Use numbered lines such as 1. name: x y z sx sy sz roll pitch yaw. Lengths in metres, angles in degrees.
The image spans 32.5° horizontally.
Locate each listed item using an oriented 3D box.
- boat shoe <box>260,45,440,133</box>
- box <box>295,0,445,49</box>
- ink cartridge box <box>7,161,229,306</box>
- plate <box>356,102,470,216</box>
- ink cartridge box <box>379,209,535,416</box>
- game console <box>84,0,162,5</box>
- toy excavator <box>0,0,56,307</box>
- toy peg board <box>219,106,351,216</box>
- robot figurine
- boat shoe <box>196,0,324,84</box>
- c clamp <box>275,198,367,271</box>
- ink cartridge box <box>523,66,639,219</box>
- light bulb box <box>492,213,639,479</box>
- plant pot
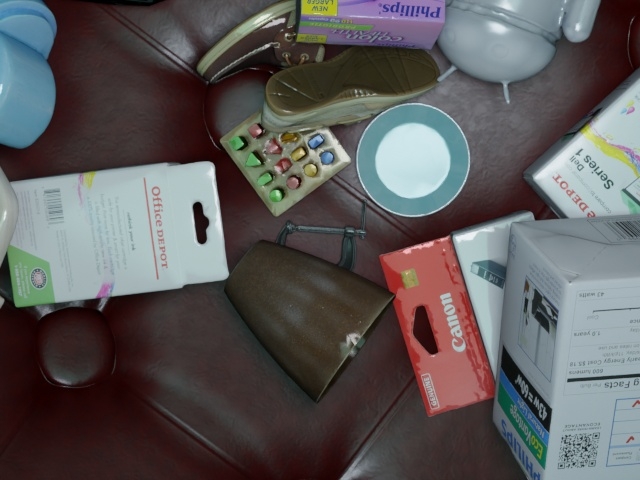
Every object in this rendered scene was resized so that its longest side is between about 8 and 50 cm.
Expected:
1. boat shoe: 0.046 -0.238 1.760 0.302 0.098 0.109 -17 69 -20
2. box: 0.073 -0.425 1.651 0.213 0.117 0.243 3 80 -5
3. ink cartridge box: -0.327 -0.016 1.800 0.353 0.119 0.207 -6 94 4
4. plate: 0.153 -0.133 1.815 0.188 0.024 0.188 0 96 2
5. ink cartridge box: 0.263 0.128 1.815 0.261 0.066 0.296 -17 94 3
6. game console: -0.331 -0.567 1.785 0.213 0.044 0.361 6 95 2
7. toy excavator: -0.533 -0.159 1.679 0.433 0.222 0.445 -42 72 7
8. toy peg board: -0.059 -0.146 1.795 0.160 0.079 0.161 -36 93 6
9. robot figurine: 0.297 -0.396 1.693 0.300 0.199 0.354 25 98 38
10. boat shoe: -0.032 -0.323 1.760 0.342 0.123 0.123 -28 92 -1
11. c clamp: 0.000 0.000 1.838 0.160 0.022 0.137 -2 102 3
12. ink cartridge box: 0.495 -0.123 1.753 0.278 0.117 0.201 -42 92 7
13. light bulb box: 0.470 0.166 1.649 0.357 0.225 0.361 -3 114 -11
14. plant pot: -0.033 0.106 1.768 0.230 0.215 0.215 37 96 8
